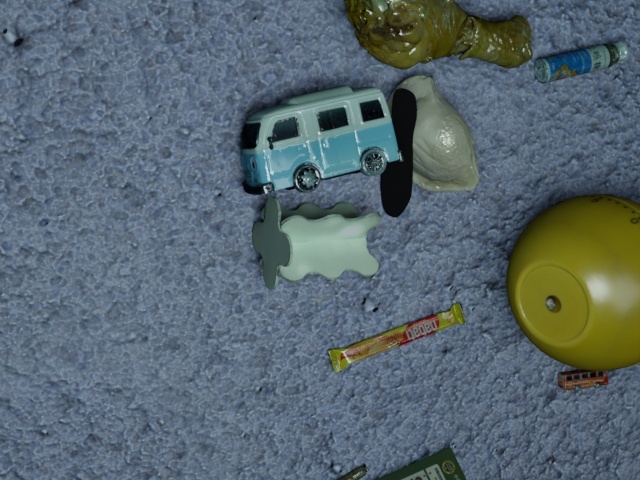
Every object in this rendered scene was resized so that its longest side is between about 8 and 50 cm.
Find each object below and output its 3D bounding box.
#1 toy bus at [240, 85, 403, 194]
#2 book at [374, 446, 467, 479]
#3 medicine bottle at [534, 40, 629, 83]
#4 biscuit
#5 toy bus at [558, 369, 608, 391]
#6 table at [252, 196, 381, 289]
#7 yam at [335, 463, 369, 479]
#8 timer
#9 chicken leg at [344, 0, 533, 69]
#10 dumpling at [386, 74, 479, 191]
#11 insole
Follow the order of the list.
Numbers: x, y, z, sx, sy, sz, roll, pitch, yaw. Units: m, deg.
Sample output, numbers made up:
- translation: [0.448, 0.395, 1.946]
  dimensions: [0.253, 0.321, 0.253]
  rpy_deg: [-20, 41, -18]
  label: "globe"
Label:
- translation: [-0.010, -0.178, 1.600]
  dimensions: [0.271, 0.133, 0.164]
  rpy_deg: [-15, 101, -18]
  label: "toy bus"
- translation: [0.190, 0.559, 1.823]
  dimensions: [0.264, 0.027, 0.202]
  rpy_deg: [-20, 70, -14]
  label: "book"
- translation: [0.514, -0.353, 1.787]
  dimensions: [0.191, 0.051, 0.051]
  rpy_deg: [-16, 106, -15]
  label: "medicine bottle"
- translation: [0.153, 0.190, 1.793]
  dimensions: [0.292, 0.026, 0.048]
  rpy_deg: [-19, 88, -15]
  label: "biscuit"
- translation: [0.567, 0.299, 1.957]
  dimensions: [0.110, 0.031, 0.043]
  rpy_deg: [-4, 96, -18]
  label: "toy bus"
- translation: [0.000, 0.000, 1.635]
  dimensions: [0.198, 0.166, 0.166]
  rpy_deg: [-3, 103, -26]
  label: "table"
- translation: [0.040, 0.485, 1.816]
  dimensions: [0.129, 0.027, 0.033]
  rpy_deg: [-29, 111, -12]
  label: "yam"
- translation: [0.556, 0.072, 1.761]
  dimensions: [0.387, 0.376, 0.376]
  rpy_deg: [-14, 107, -40]
  label: "timer"
- translation: [0.224, -0.393, 1.633]
  dimensions: [0.429, 0.153, 0.201]
  rpy_deg: [9, 91, -28]
  label: "chicken leg"
- translation: [0.199, -0.180, 1.683]
  dimensions: [0.166, 0.126, 0.216]
  rpy_deg: [-27, 119, 28]
  label: "dumpling"
- translation: [0.146, -0.156, 1.664]
  dimensions: [0.005, 0.086, 0.253]
  rpy_deg: [-18, 125, -36]
  label: "insole"
